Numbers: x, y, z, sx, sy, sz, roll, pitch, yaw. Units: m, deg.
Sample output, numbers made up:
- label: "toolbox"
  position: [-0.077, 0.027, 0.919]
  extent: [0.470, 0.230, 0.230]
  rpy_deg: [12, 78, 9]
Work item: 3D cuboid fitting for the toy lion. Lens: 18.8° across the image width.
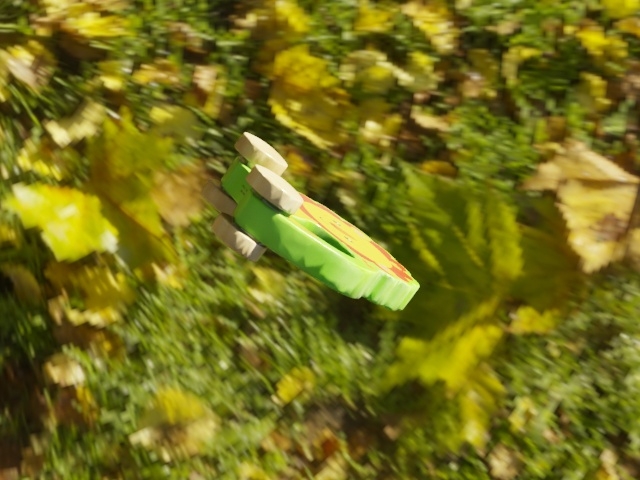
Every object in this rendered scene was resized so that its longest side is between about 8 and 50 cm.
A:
- label: "toy lion"
  position: [0.000, 0.000, 0.788]
  extent: [0.096, 0.100, 0.034]
  rpy_deg: [34, 98, -13]
